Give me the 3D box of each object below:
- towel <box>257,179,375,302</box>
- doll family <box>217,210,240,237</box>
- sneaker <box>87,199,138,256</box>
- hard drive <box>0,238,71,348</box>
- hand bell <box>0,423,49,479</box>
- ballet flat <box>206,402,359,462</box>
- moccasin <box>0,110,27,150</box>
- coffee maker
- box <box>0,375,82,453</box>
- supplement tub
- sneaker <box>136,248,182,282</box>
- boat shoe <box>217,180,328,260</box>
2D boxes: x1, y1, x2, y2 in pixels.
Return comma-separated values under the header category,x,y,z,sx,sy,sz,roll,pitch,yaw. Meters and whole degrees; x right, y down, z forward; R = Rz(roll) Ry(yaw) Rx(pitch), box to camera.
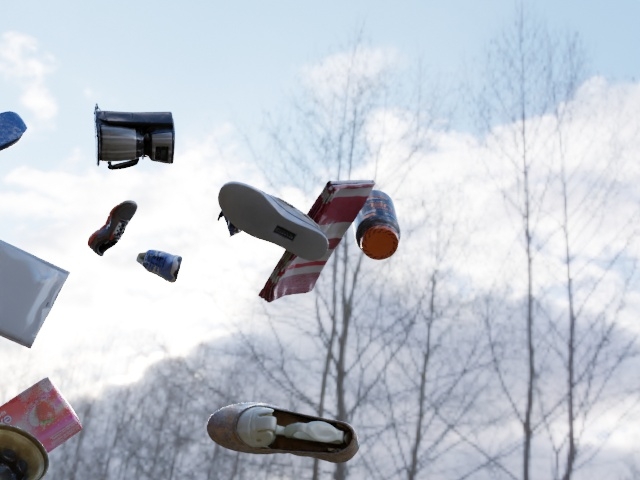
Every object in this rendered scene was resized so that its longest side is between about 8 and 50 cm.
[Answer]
category,x,y,z,sx,sy,sz,roll,pitch,yaw
towel,0.000,0.000,1.946,0.037,0.329,0.237,39,21,19
doll family,-0.214,-0.083,2.238,0.193,0.111,0.076,-24,1,23
sneaker,-0.477,-0.023,1.941,0.158,0.065,0.061,-49,-38,7
hard drive,-0.756,0.093,1.879,0.307,0.203,0.040,27,-32,-13
hand bell,-0.534,0.419,1.296,0.126,0.126,0.242,22,-68,-29
ballet flat,-0.072,0.381,1.673,0.316,0.107,0.106,7,-23,-5
moccasin,-0.930,-0.235,2.167,0.342,0.138,0.117,-24,-4,-44
coffee maker,-0.425,-0.251,1.895,0.178,0.171,0.120,-1,-24,-17
box,-0.676,0.432,1.773,0.142,0.300,0.154,56,-20,-1
supplement tub,0.140,-0.038,2.077,0.117,0.190,0.117,-2,-59,-3
sneaker,-0.436,0.067,2.238,0.081,0.080,0.211,19,-9,-30
boat shoe,-0.100,-0.052,1.769,0.267,0.088,0.096,26,-71,-16
